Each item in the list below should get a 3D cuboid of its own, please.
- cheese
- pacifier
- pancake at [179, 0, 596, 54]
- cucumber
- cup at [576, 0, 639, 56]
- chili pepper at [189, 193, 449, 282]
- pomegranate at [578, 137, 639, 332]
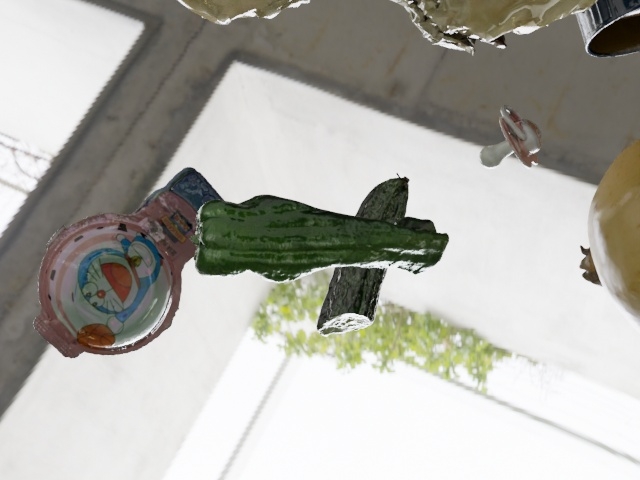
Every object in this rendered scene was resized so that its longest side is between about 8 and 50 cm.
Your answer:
[{"bbox_3d":[-0.238,0.029,1.297,0.286,0.074,0.189,-44,-71,-13],"label":"cheese"},{"bbox_3d":[0.222,-0.116,1.219,0.078,0.099,0.081,-32,-94,26],"label":"pacifier"},{"bbox_3d":[0.022,-0.253,0.521,0.382,0.071,0.382,5,-114,-12],"label":"pancake"},{"bbox_3d":[0.066,0.016,1.441,0.077,0.077,0.265,12,-115,12],"label":"cucumber"},{"bbox_3d":[0.242,-0.236,0.799,0.113,0.150,0.138,-18,-102,17],"label":"cup"},{"bbox_3d":[0.000,0.000,1.001,0.253,0.099,0.083,3,-86,-17],"label":"chili pepper"},{"bbox_3d":[0.482,-0.004,1.278,0.343,0.342,0.342,-3,-117,5],"label":"pomegranate"}]
